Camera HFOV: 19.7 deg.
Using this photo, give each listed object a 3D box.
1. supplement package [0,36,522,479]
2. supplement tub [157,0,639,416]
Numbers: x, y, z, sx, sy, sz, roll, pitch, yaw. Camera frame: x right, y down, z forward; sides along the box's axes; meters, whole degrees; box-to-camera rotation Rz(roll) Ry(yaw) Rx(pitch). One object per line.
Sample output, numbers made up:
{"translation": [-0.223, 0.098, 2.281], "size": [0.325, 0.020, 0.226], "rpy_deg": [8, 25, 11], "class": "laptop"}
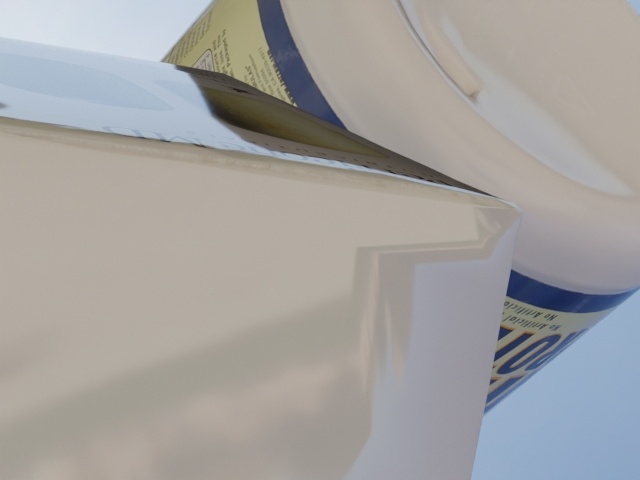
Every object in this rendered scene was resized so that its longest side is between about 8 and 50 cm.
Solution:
{"translation": [-0.100, 0.049, 0.495], "size": [0.199, 0.198, 0.262], "rpy_deg": [7, -171, -18], "class": "supplement package"}
{"translation": [0.000, 0.000, 0.901], "size": [0.325, 0.235, 0.235], "rpy_deg": [-45, -163, 35], "class": "supplement tub"}
